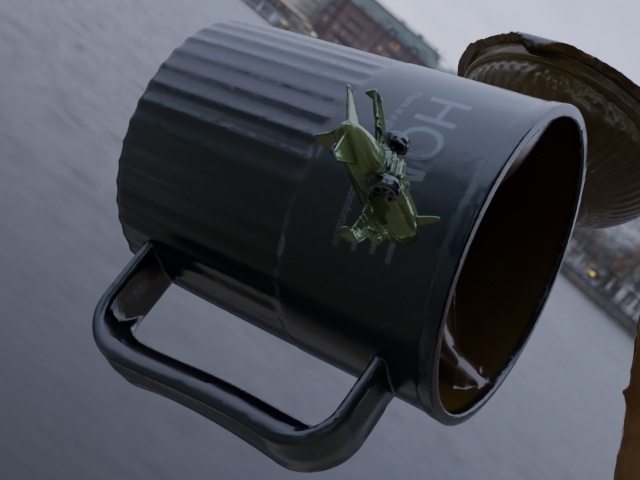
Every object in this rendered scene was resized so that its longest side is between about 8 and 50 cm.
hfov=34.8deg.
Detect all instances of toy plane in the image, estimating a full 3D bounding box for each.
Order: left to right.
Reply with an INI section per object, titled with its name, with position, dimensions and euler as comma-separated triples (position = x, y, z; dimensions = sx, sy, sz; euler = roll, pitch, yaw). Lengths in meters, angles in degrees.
[toy plane]
position = 0.033, -0.031, 0.561
dimensions = 0.111, 0.040, 0.102
euler = 51, 43, -42

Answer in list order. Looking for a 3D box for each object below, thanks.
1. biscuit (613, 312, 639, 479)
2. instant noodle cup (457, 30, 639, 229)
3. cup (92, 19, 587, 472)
[biscuit]
position = 0.199, 0.026, 0.531
dimensions = 0.062, 0.385, 0.365
euler = 9, 15, 19
[instant noodle cup]
position = 0.234, -0.084, 1.040
dimensions = 0.274, 0.090, 0.274
euler = 33, -18, 12
[cup]
position = 0.009, 0.000, 0.789
dimensions = 0.292, 0.308, 0.242
euler = 24, 3, 26
